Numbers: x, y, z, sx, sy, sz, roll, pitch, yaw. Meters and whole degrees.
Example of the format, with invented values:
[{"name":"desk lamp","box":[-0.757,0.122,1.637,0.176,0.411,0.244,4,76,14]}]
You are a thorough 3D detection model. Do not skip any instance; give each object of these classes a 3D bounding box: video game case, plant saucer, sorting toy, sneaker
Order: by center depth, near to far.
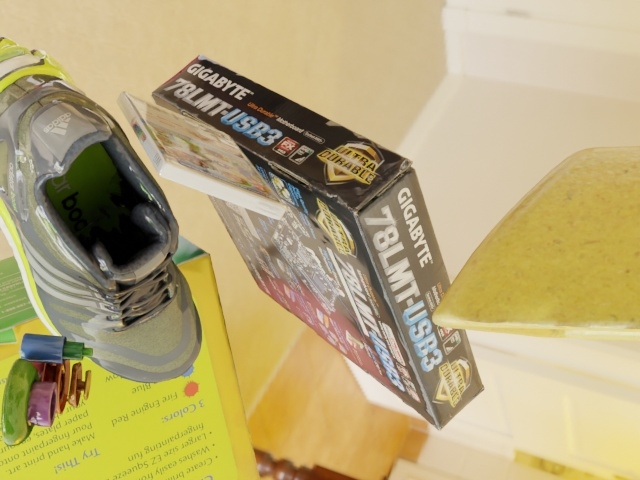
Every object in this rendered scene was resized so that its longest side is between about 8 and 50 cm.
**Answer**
[{"name":"plant saucer","box":[0.251,0.011,0.466,0.333,0.332,0.081,17,73,-69]},{"name":"sorting toy","box":[-0.162,0.089,0.596,0.102,0.042,0.061,-119,-146,-82]},{"name":"video game case","box":[-0.079,-0.056,0.627,0.087,0.122,0.011,21,107,-32]},{"name":"sneaker","box":[-0.145,0.011,0.656,0.111,0.121,0.300,-42,139,-18]}]

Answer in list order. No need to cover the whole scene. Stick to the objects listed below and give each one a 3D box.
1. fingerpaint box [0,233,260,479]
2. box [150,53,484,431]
[{"name":"fingerpaint box","box":[-0.293,0.225,0.886,0.444,0.163,0.371,-22,117,-24]},{"name":"box","box":[0.000,0.000,0.892,0.073,0.293,0.295,-42,135,-17]}]
